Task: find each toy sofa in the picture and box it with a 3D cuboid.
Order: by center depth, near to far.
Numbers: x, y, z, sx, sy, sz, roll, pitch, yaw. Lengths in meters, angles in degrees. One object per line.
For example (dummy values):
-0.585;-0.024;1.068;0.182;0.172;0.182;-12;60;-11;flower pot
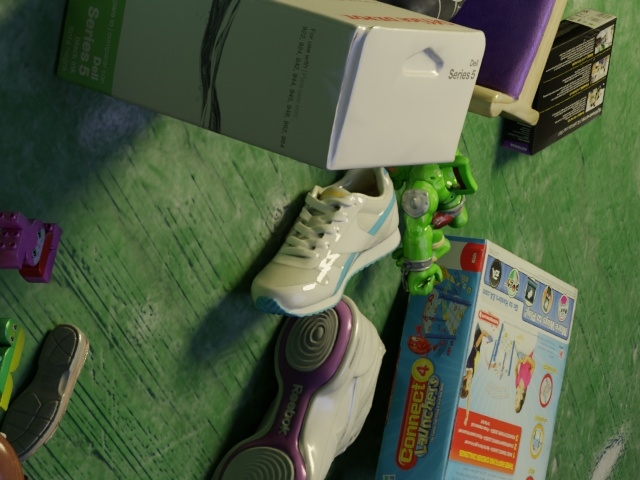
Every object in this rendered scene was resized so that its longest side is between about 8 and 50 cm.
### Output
0.179;-0.309;1.787;0.177;0.150;0.363;15;95;-61;toy sofa

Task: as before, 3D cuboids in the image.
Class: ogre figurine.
0.122;-0.049;1.905;0.197;0.096;0.118;-47;144;-33;ogre figurine

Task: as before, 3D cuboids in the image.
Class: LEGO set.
-0.274;0.072;1.320;0.093;0.087;0.227;57;39;-58;LEGO set

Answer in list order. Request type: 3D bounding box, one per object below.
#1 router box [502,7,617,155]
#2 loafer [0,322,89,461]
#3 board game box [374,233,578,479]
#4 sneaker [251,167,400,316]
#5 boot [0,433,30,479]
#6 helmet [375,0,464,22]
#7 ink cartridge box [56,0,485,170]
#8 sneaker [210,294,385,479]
0.287;-0.191;2.133;0.179;0.046;0.133;-28;131;-48;router box
-0.229;0.133;1.511;0.125;0.045;0.039;-66;156;-11;loafer
0.189;0.170;2.099;0.308;0.086;0.302;25;74;-60;board game box
0.000;0.000;1.764;0.228;0.087;0.092;-43;135;-48;sneaker
-0.348;0.118;1.209;0.096;0.264;0.280;-58;131;-60;boot
0.054;-0.256;1.604;0.169;0.161;0.169;-36;136;-43;helmet
-0.038;-0.147;1.413;0.198;0.272;0.115;-8;115;-56;ink cartridge box
-0.011;0.212;1.834;0.305;0.114;0.152;-64;148;-8;sneaker
